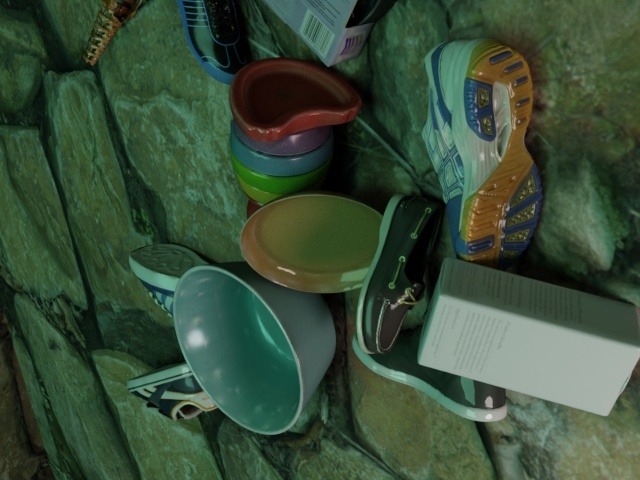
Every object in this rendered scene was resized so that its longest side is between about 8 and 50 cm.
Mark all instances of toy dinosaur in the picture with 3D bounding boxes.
[{"bbox_3d":[-0.324,-0.451,1.195,0.218,0.322,0.164,25,167,41],"label":"toy dinosaur"}]

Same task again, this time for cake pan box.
[{"bbox_3d":[-0.003,-0.398,0.974,0.267,0.070,0.245,49,142,19],"label":"cake pan box"}]

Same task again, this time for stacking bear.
[{"bbox_3d":[-0.056,-0.110,1.132,0.164,0.175,0.289,55,153,37],"label":"stacking bear"}]

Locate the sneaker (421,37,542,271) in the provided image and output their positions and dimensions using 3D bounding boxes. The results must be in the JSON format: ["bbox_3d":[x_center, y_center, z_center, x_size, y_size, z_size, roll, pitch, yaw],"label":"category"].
[{"bbox_3d":[0.187,-0.099,0.915,0.131,0.112,0.296,36,136,56],"label":"sneaker"}]

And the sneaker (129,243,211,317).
[{"bbox_3d":[-0.268,0.157,1.534,0.323,0.130,0.236,19,120,35],"label":"sneaker"}]

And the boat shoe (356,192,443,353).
[{"bbox_3d":[0.109,0.050,1.026,0.069,0.081,0.227,13,89,35],"label":"boat shoe"}]

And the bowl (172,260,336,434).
[{"bbox_3d":[-0.093,0.159,1.301,0.312,0.163,0.311,21,124,36],"label":"bowl"}]

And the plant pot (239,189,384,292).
[{"bbox_3d":[0.000,0.000,1.114,0.236,0.236,0.032,123,157,-48],"label":"plant pot"}]

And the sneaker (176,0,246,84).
[{"bbox_3d":[-0.171,-0.362,1.174,0.090,0.081,0.232,-26,89,59],"label":"sneaker"}]

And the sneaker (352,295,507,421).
[{"bbox_3d":[0.156,0.135,1.078,0.296,0.105,0.146,19,107,54],"label":"sneaker"}]

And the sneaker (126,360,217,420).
[{"bbox_3d":[-0.339,0.349,1.730,0.321,0.126,0.127,-21,89,50],"label":"sneaker"}]

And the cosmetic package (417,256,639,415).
[{"bbox_3d":[0.241,0.111,0.886,0.231,0.085,0.117,15,127,5],"label":"cosmetic package"}]
